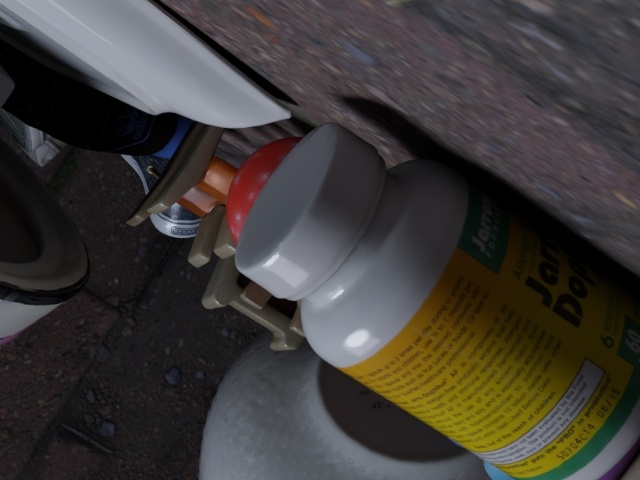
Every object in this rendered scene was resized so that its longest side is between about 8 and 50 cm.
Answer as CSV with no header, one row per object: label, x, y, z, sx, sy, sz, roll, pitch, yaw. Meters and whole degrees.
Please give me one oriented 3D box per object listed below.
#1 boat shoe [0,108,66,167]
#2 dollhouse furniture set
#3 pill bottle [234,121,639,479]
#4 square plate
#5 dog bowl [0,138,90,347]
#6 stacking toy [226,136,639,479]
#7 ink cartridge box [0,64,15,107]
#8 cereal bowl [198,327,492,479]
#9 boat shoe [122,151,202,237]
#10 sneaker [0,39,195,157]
boat shoe,-0.296,-0.157,1.646,0.118,0.103,0.320,51,172,5
dollhouse furniture set,0.000,0.000,1.161,0.262,0.135,0.259,33,165,-12
pill bottle,0.065,0.032,0.789,0.208,0.117,0.117,33,176,-18
square plate,-0.224,-0.179,0.944,0.347,0.049,0.344,34,177,-33
dog bowl,-0.365,-0.041,1.071,0.408,0.150,0.408,39,-171,-7
stacking toy,0.081,0.051,0.948,0.330,0.141,0.141,37,177,8
ink cartridge box,-0.407,-0.220,1.056,0.308,0.091,0.385,31,-171,-44
cereal bowl,0.069,0.161,1.291,0.339,0.339,0.141,31,143,21
boat shoe,-0.125,-0.090,1.280,0.065,0.083,0.183,-5,-139,-23
sneaker,-0.206,-0.123,1.208,0.232,0.081,0.090,19,-174,34
